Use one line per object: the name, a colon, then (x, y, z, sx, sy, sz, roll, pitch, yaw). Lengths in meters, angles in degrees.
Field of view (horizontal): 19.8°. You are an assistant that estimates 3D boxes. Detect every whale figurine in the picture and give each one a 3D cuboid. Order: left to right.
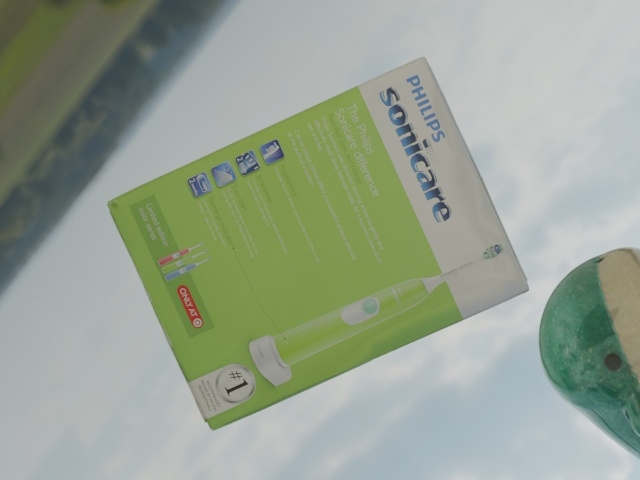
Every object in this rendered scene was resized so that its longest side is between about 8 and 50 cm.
whale figurine: (0.296, 0.144, 1.707, 0.141, 0.272, 0.216, -22, -168, 17)

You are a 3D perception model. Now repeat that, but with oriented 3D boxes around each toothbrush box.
toothbrush box: (0.000, 0.000, 1.500, 0.283, 0.206, 0.122, -25, -177, 6)
